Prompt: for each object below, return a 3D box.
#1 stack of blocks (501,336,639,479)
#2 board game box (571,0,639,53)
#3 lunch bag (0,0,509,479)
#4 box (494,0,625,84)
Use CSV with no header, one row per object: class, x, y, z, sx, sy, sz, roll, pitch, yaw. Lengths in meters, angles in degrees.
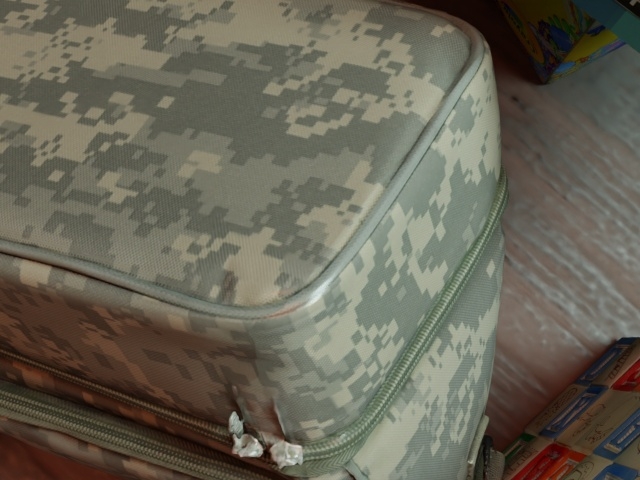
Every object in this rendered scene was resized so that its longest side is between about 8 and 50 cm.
stack of blocks,0.155,0.134,0.602,0.171,0.297,0.087,-42,88,-4
board game box,0.152,-0.218,0.471,0.336,0.079,0.254,38,85,4
lunch bag,-0.060,0.020,0.607,0.305,0.256,0.212,14,53,24
box,0.225,-0.253,0.655,0.290,0.279,0.177,-29,84,-4
